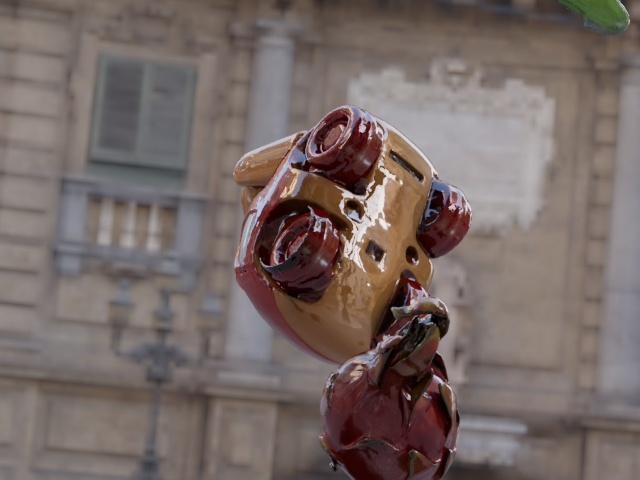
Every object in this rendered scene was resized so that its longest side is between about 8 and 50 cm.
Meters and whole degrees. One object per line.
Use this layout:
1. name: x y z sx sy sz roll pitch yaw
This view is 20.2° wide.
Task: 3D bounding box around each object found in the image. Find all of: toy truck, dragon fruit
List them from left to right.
1. toy truck: 0.000 0.000 1.744 0.189 0.264 0.239 38 -33 -29
2. dragon fruit: 0.045 0.091 1.126 0.094 0.094 0.190 4 -42 4

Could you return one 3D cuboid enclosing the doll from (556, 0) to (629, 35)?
1. doll: 0.172 -0.292 1.311 0.213 0.236 0.213 22 0 0
